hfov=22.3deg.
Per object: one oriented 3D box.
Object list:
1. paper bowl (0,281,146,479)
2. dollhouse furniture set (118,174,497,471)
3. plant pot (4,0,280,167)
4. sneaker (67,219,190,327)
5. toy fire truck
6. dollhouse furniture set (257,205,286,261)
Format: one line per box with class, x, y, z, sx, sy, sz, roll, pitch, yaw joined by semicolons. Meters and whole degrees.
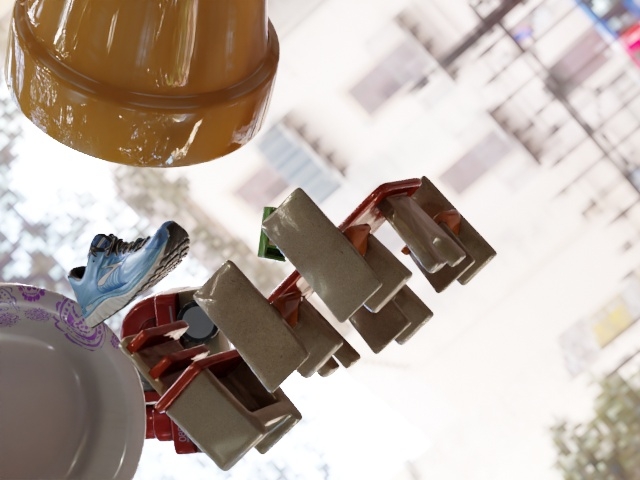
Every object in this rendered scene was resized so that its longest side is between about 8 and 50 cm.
paper bowl;-0.333;0.183;1.684;0.284;0.284;0.148;46;168;-15
dollhouse furniture set;-0.022;0.043;1.248;0.135;0.259;0.262;49;-159;13
plant pot;-0.120;-0.189;1.187;0.205;0.188;0.205;9;-139;-8
sneaker;-0.190;0.022;1.538;0.073;0.162;0.063;54;-142;-1
toy fire truck;-0.228;0.175;2.187;0.158;0.246;0.217;-33;-63;-78
dollhouse furniture set;0.000;0.000;1.760;0.076;0.058;0.152;12;177;-44
